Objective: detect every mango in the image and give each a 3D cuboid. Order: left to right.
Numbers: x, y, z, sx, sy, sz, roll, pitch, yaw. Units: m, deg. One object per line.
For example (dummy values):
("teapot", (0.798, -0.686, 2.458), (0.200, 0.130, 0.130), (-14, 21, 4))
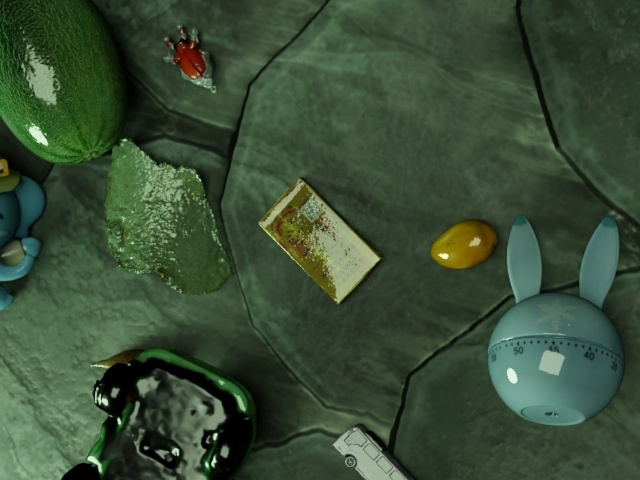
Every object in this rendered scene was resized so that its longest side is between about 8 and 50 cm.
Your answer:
("mango", (0.179, 0.006, 1.460), (0.089, 0.046, 0.060), (-15, 85, 30))

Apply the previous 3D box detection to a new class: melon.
("melon", (-0.360, -0.241, 1.549), (0.182, 0.182, 0.288), (-21, 86, 17))

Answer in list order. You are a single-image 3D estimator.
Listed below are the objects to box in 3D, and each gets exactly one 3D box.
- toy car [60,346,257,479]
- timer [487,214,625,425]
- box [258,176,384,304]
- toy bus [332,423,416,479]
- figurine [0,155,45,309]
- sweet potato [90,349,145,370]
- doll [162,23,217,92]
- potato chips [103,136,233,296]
("toy car", (-0.213, 0.323, 1.530), (0.213, 0.176, 0.359), (23, 94, 15))
("timer", (0.285, 0.107, 1.393), (0.175, 0.255, 0.175), (8, 132, 9))
("box", (0.000, 0.000, 1.525), (0.156, 0.022, 0.089), (43, 102, 12))
("toy bus", (0.076, 0.294, 1.502), (0.131, 0.037, 0.052), (45, 101, 11))
("figurine", (-0.481, -0.008, 1.626), (0.180, 0.154, 0.262), (-6, 107, 9))
("sweet potato", (-0.266, 0.174, 1.601), (0.117, 0.049, 0.049), (0, 92, 21))
("doll", (-0.171, -0.239, 1.564), (0.057, 0.039, 0.114), (-32, 72, -12))
("potato chips", (-0.213, -0.026, 1.574), (0.228, 0.059, 0.167), (27, 90, 15))
